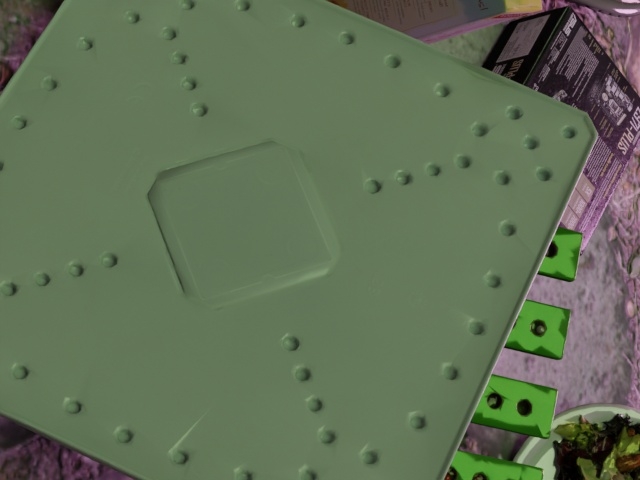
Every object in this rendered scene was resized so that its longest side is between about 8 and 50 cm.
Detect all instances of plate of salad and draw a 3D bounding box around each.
[{"bbox_3d":[0.259,0.244,1.508,0.200,0.048,0.199,2,81,-11],"label":"plate of salad"}]

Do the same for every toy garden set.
[{"bbox_3d":[0.098,0.091,1.407,0.204,0.049,0.244,13,80,-12],"label":"toy garden set"}]

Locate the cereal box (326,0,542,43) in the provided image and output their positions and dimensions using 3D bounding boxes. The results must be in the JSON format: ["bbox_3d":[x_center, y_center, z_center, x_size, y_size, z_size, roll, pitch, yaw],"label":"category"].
[{"bbox_3d":[0.063,-0.238,1.325,0.047,0.240,0.173,-7,89,-41],"label":"cereal box"}]

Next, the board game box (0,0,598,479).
[{"bbox_3d":[-0.054,-0.002,1.169,0.390,0.050,0.390,24,62,7],"label":"board game box"}]

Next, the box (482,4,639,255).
[{"bbox_3d":[0.203,-0.096,1.532,0.147,0.077,0.180,46,57,-26],"label":"box"}]

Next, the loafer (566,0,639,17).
[{"bbox_3d":[0.226,-0.268,1.551,0.251,0.094,0.087,5,112,-40],"label":"loafer"}]
